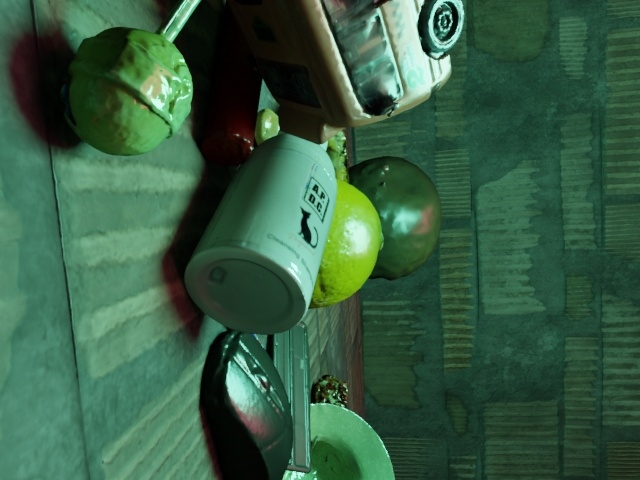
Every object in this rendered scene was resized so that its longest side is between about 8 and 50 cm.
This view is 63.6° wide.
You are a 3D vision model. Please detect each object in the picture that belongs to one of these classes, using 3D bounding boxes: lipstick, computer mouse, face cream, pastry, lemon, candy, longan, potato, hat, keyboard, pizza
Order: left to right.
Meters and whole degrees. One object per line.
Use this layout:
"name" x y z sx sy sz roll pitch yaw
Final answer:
"candy" -0.088 -0.214 0.411 0.336 0.092 0.093 -61 150 -10
"lipstick" -0.112 -0.233 0.711 0.073 0.073 0.280 72 17 -60
"computer mouse" -0.084 0.247 0.705 0.138 0.086 0.270 -77 161 -63
"potato" -0.090 -0.189 0.906 0.083 0.062 0.068 51 16 -40
"face cream" -0.050 -0.062 0.702 0.370 0.145 0.146 -75 161 -45
"keyboard" -0.053 0.212 0.935 0.103 0.041 0.382 31 49 -38
"hat" -0.008 0.436 0.921 0.130 0.257 0.257 -54 -159 43
"lemon" 0.000 0.000 0.896 0.240 0.219 0.241 -1 90 -86
"pizza" 0.004 -0.116 1.201 0.440 0.130 0.407 -101 -178 -79
"pastry" 0.022 0.442 1.300 0.209 0.097 0.115 -84 172 -53
"longan" 0.215 -0.086 1.785 0.404 0.403 0.437 55 39 -74

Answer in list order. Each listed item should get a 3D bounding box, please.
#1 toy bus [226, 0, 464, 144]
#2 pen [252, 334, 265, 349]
"toy bus" -0.007 -0.333 0.588 0.203 0.233 0.427 32 -24 48
"pen" -0.106 0.151 0.784 0.204 0.025 0.025 74 16 -56
